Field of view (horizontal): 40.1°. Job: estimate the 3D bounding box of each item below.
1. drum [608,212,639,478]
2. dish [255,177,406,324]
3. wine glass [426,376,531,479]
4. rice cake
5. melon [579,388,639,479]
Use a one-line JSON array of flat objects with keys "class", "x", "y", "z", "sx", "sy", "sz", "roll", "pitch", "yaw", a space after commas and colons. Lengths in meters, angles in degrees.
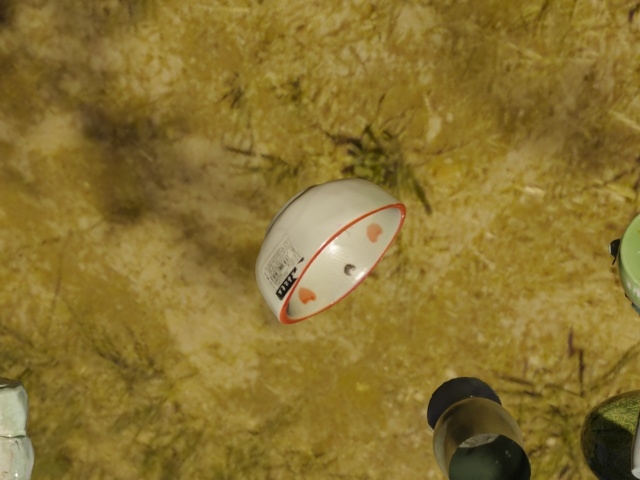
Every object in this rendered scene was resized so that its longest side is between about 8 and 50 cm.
[{"class": "drum", "x": 0.317, "y": 0.075, "z": 0.735, "sx": 0.130, "sy": 0.253, "sz": 0.049, "roll": -7, "pitch": 145, "yaw": 20}, {"class": "dish", "x": 0.000, "y": 0.000, "z": 1.329, "sx": 0.117, "sy": 0.256, "sz": 0.256, "roll": 46, "pitch": 149, "yaw": 21}, {"class": "wine glass", "x": 0.161, "y": 0.207, "z": 0.907, "sx": 0.093, "sy": 0.093, "sz": 0.202, "roll": 34, "pitch": -176, "yaw": 0}, {"class": "rice cake", "x": -0.296, "y": 0.157, "z": 0.702, "sx": 0.211, "sy": 0.038, "sz": 0.124, "roll": 8, "pitch": 101, "yaw": 39}, {"class": "melon", "x": 0.392, "y": 0.241, "z": 1.001, "sx": 0.192, "sy": 0.139, "sz": 0.139, "roll": 14, "pitch": 144, "yaw": -6}]
